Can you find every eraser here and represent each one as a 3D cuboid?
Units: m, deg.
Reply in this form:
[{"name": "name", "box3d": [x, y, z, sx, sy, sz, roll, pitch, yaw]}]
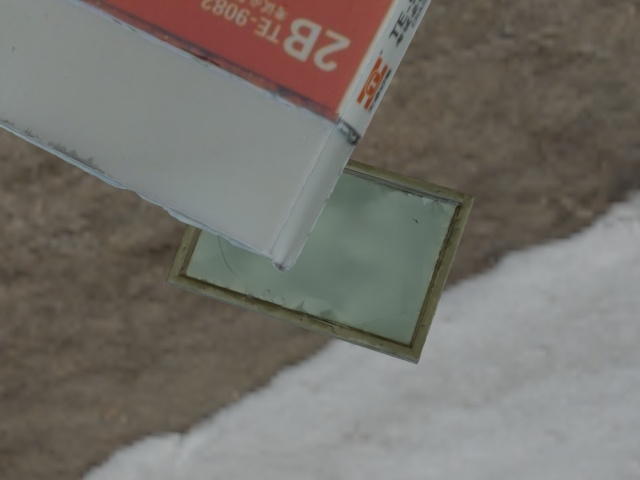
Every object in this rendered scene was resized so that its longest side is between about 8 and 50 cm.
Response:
[{"name": "eraser", "box3d": [-0.029, -0.124, 0.736, 0.157, 0.230, 0.038, 26, 178, 18]}]

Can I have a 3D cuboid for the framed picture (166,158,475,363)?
[{"name": "framed picture", "box3d": [0.000, 0.000, 1.484, 0.201, 0.136, 0.010, 17, 165, 10]}]
